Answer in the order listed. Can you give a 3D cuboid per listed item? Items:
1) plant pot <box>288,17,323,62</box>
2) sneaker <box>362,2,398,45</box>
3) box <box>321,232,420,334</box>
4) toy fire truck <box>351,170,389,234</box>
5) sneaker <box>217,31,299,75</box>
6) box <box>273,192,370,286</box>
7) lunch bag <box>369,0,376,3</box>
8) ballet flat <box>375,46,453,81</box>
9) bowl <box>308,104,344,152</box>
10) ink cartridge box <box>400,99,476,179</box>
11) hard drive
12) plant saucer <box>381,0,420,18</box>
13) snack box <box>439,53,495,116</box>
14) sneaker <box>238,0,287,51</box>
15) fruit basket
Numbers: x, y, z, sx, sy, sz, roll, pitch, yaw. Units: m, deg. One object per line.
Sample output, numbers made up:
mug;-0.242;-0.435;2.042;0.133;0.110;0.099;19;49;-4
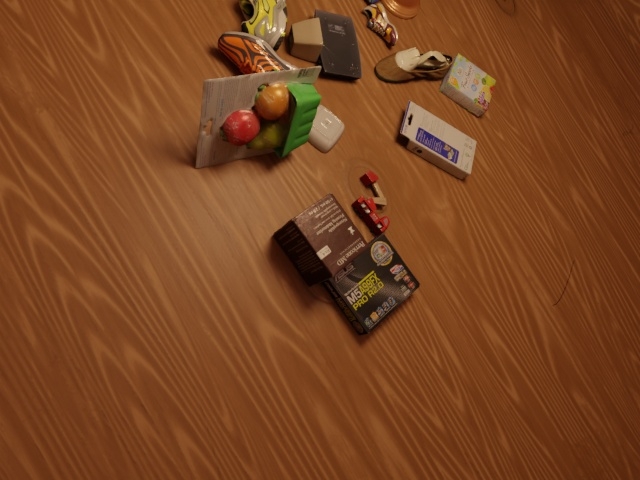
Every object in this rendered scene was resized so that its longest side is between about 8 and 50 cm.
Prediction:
plant pot;-0.056;-0.695;1.732;0.096;0.109;0.109;-4;76;-16
sneaker;0.229;-0.827;1.934;0.084;0.069;0.185;-22;79;-21
box;0.164;0.137;1.599;0.270;0.060;0.216;-36;92;-30
toy fire truck;0.180;-0.127;1.697;0.135;0.047;0.192;-41;95;-31
sneaker;-0.196;-0.521;1.593;0.321;0.124;0.180;26;64;-17
box;0.000;0.000;1.500;0.168;0.167;0.203;-37;92;-30
lunch bag;0.218;-1.024;1.960;0.151;0.096;0.129;-38;82;-30
ballet flat;0.376;-0.683;1.921;0.342;0.124;0.116;-8;77;-27
bowl;0.010;-0.386;1.693;0.142;0.053;0.142;39;63;-9
ink cartridge box;0.435;-0.378;1.890;0.333;0.065;0.165;27;64;-18
hard drive;0.057;-0.701;1.810;0.172;0.054;0.254;-1;75;-28
plant saucer;0.330;-1.005;2.050;0.200;0.037;0.199;8;70;-23
snack box;0.604;-0.635;2.048;0.207;0.070;0.174;28;65;-14
sneaker;-0.191;-0.830;1.683;0.147;0.145;0.384;8;70;-24
fruit basket;-0.189;-0.362;1.448;0.353;0.327;0.165;-14;60;-25
